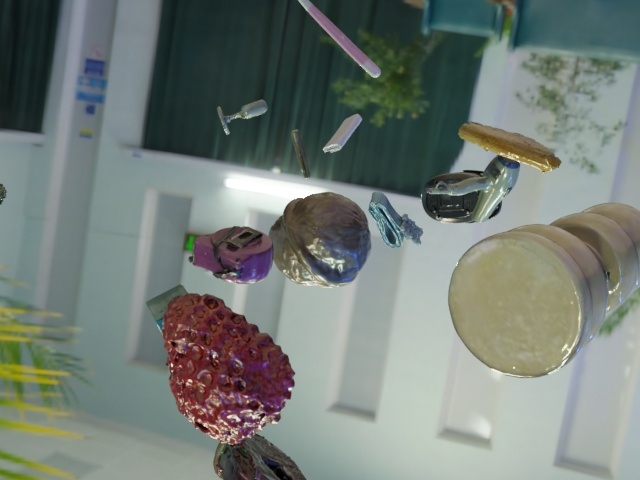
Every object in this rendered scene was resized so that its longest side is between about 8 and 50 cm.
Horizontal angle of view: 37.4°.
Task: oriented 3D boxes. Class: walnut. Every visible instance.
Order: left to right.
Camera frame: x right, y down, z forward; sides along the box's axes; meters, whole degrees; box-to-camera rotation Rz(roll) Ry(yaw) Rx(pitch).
[{"bbox_3d":[0.000,0.000,1.950,0.224,0.224,0.224,9,-172,-1],"label":"walnut"}]

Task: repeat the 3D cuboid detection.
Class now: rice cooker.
[{"bbox_3d":[0.294,-0.090,1.970,0.165,0.112,0.106,-2,-175,38],"label":"rice cooker"}]

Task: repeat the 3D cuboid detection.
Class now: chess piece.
[{"bbox_3d":[0.294,0.032,1.099,0.167,0.167,0.299,15,-155,37],"label":"chess piece"}]

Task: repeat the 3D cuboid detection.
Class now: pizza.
[{"bbox_3d":[0.312,-0.153,1.547,0.178,0.041,0.131,21,-163,17],"label":"pizza"}]

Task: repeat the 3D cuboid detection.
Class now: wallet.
[{"bbox_3d":[0.055,-0.267,2.365,0.061,0.025,0.122,-10,-144,46],"label":"wallet"}]

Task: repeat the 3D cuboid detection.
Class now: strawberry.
[{"bbox_3d":[-0.150,0.193,1.343,0.190,0.236,0.111,-23,-157,20],"label":"strawberry"}]

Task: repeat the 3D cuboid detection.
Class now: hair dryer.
[{"bbox_3d":[0.273,-0.075,1.745,0.199,0.167,0.067,-23,-124,-17],"label":"hair dryer"}]

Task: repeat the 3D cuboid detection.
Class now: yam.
[{"bbox_3d":[-0.044,-0.194,2.140,0.021,0.116,0.021,-14,-162,4],"label":"yam"}]

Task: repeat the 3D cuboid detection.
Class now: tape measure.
[{"bbox_3d":[-0.142,0.024,1.600,0.118,0.074,0.125,23,-147,30],"label":"tape measure"}]

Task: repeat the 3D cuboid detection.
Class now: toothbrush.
[{"bbox_3d":[-0.003,-0.378,1.602,0.286,0.020,0.025,45,154,2],"label":"toothbrush"}]

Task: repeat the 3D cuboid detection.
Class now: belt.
[{"bbox_3d":[0.190,-0.054,2.483,0.100,0.065,0.179,-9,135,29],"label":"belt"}]

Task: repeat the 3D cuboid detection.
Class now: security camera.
[{"bbox_3d":[-0.144,-0.239,1.785,0.092,0.058,0.058,-18,-170,-2],"label":"security camera"}]

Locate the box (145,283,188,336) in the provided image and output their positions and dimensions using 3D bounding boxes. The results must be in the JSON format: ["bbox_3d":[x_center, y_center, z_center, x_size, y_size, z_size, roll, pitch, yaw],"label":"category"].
[{"bbox_3d":[-0.270,0.231,1.995,0.092,0.245,0.153,-27,-162,-10],"label":"box"}]

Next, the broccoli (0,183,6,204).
[{"bbox_3d":[-0.654,-0.082,1.798,0.097,0.092,0.095,-34,169,5],"label":"broccoli"}]

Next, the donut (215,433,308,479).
[{"bbox_3d":[-0.107,0.509,1.956,0.269,0.103,0.270,42,-176,-4],"label":"donut"}]

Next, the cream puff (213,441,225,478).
[{"bbox_3d":[-0.205,0.573,2.486,0.115,0.150,0.165,15,175,-28],"label":"cream puff"}]
